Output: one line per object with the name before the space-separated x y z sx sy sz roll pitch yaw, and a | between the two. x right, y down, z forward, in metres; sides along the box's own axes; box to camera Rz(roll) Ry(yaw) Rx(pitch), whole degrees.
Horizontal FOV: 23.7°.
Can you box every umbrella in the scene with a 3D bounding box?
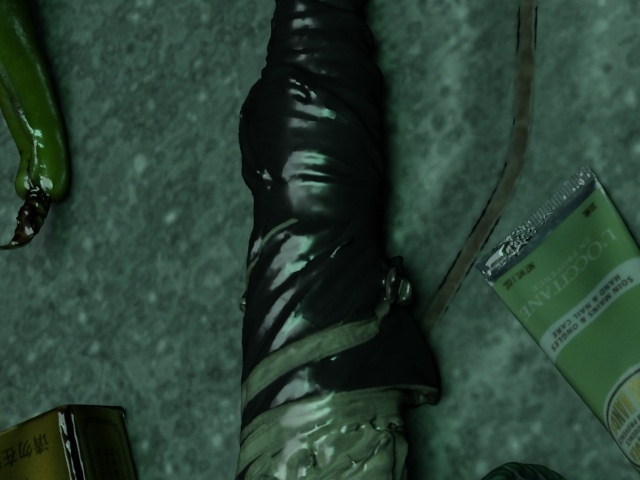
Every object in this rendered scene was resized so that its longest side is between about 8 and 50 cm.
umbrella | 0.006 0.000 0.883 0.113 0.106 0.358 -8 71 23

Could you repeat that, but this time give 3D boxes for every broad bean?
broad bean | -0.230 -0.148 1.029 0.056 0.098 0.318 -19 82 25

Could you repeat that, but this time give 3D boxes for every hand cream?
hand cream | 0.165 0.070 0.784 0.086 0.055 0.235 -42 55 18

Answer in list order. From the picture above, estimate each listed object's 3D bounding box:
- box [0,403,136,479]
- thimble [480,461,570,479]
box | -0.173 0.239 0.965 0.159 0.071 0.240 -25 70 25
thimble | 0.108 0.177 0.750 0.090 0.135 0.118 -51 61 17
